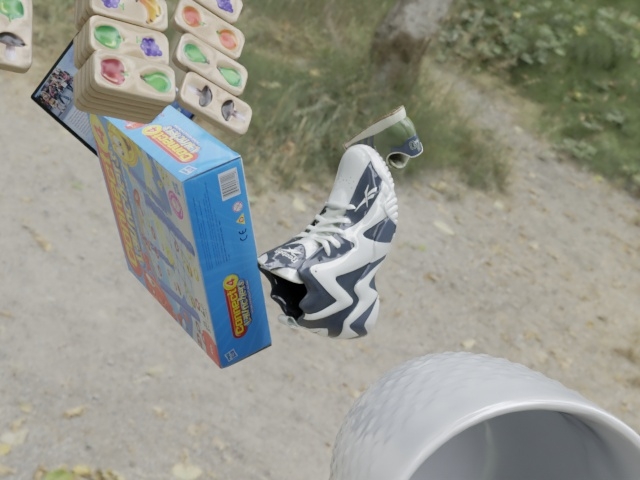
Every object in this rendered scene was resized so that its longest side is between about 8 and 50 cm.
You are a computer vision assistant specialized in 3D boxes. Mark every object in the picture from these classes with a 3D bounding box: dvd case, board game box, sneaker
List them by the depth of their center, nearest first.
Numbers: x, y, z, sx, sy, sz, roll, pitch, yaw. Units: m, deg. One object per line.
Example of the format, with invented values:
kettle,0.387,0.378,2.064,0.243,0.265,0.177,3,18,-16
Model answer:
sneaker,0.000,0.000,1.111,0.153,0.235,0.094,3,11,-42
board game box,-0.198,-0.027,1.318,0.086,0.308,0.302,-26,39,-25
sneaker,0.101,-0.147,1.516,0.086,0.064,0.192,57,-22,-4
dvd case,-0.352,-0.234,1.624,0.253,0.180,0.022,41,10,6

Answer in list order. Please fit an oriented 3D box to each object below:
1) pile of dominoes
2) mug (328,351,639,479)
pile of dominoes,-0.132,-0.204,0.677,0.196,0.040,0.251,8,67,-34
mug,0.163,0.288,0.928,0.374,0.276,0.328,64,-7,-9
